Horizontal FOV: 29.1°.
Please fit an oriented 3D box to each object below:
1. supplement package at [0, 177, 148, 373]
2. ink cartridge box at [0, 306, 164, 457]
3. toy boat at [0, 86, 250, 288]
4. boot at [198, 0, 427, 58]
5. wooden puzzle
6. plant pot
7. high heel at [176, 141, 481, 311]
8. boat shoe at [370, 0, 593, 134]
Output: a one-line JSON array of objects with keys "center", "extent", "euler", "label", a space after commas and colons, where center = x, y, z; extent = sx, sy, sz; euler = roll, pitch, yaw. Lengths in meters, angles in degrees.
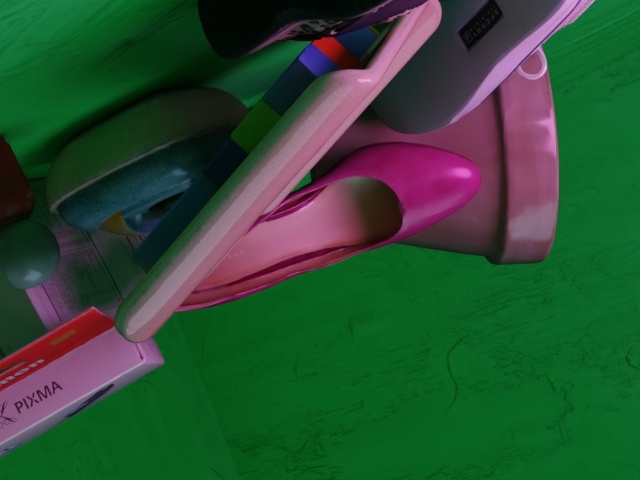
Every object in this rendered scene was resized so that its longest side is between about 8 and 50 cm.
[{"center": [-0.351, 0.053, 1.537], "extent": [0.199, 0.198, 0.262], "euler": [-35, 171, 30], "label": "supplement package"}, {"center": [-0.345, 0.186, 1.436], "extent": [0.296, 0.066, 0.261], "euler": [-30, 172, -1], "label": "ink cartridge box"}, {"center": [-0.225, -0.051, 1.290], "extent": [0.267, 0.148, 0.318], "euler": [-24, 177, 41], "label": "toy boat"}, {"center": [0.039, -0.209, 0.929], "extent": [0.178, 0.085, 0.236], "euler": [-22, -175, -43], "label": "boot"}, {"center": [-0.042, -0.090, 1.122], "extent": [0.322, 0.080, 0.348], "euler": [-47, -178, 26], "label": "wooden puzzle"}, {"center": [0.126, -0.120, 1.552], "extent": [0.280, 0.323, 0.323], "euler": [-4, 177, -1], "label": "plant pot"}, {"center": [0.000, 0.000, 1.369], "extent": [0.377, 0.127, 0.181], "euler": [-17, -153, 10], "label": "high heel"}, {"center": [0.191, -0.235, 1.304], "extent": [0.156, 0.136, 0.367], "euler": [-24, 169, -35], "label": "boat shoe"}]
